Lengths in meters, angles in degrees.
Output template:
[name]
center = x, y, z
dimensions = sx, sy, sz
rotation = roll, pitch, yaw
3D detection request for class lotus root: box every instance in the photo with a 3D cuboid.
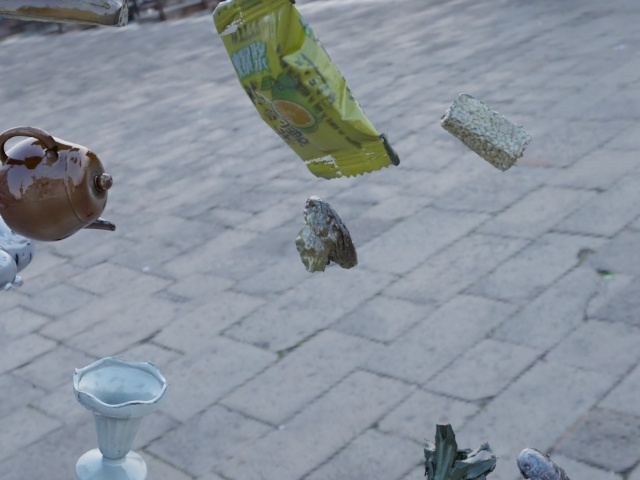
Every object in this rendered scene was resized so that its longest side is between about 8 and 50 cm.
[lotus root]
center = -0.275, -0.284, 1.022
dimensions = 0.135, 0.095, 0.159
rotation = 8, 19, 2

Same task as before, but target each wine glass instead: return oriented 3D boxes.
[wine glass]
center = -0.357, 0.321, 1.605
dimensions = 0.165, 0.196, 0.165
rotation = 11, 19, -4

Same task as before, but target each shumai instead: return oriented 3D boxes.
[shumai]
center = 0.004, -0.012, 1.637
dimensions = 0.105, 0.139, 0.123
rotation = -11, 9, -6

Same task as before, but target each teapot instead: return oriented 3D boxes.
[teapot]
center = -0.266, -0.058, 0.945
dimensions = 0.116, 0.173, 0.116
rotation = -8, 53, 11

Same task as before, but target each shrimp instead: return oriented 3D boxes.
[shrimp]
center = 0.276, 0.300, 1.072
dimensions = 0.056, 0.165, 0.065
rotation = -41, 37, -15

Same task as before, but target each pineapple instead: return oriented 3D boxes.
[pineapple]
center = 0.151, 0.388, 1.263
dimensions = 0.130, 0.119, 0.277
rotation = 1, 53, 44

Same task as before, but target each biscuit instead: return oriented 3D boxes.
[biscuit]
center = 0.306, -0.202, 1.720
dimensions = 0.082, 0.168, 0.070
rotation = -53, -5, -31

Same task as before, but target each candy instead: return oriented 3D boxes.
[candy]
center = -0.028, -0.204, 1.235
dimensions = 0.187, 0.297, 0.081
rotation = -7, 32, 52

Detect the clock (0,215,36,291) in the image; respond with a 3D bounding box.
[clock]
center = -0.522, 0.029, 1.512
dimensions = 0.080, 0.117, 0.176
rotation = -45, -4, 19
